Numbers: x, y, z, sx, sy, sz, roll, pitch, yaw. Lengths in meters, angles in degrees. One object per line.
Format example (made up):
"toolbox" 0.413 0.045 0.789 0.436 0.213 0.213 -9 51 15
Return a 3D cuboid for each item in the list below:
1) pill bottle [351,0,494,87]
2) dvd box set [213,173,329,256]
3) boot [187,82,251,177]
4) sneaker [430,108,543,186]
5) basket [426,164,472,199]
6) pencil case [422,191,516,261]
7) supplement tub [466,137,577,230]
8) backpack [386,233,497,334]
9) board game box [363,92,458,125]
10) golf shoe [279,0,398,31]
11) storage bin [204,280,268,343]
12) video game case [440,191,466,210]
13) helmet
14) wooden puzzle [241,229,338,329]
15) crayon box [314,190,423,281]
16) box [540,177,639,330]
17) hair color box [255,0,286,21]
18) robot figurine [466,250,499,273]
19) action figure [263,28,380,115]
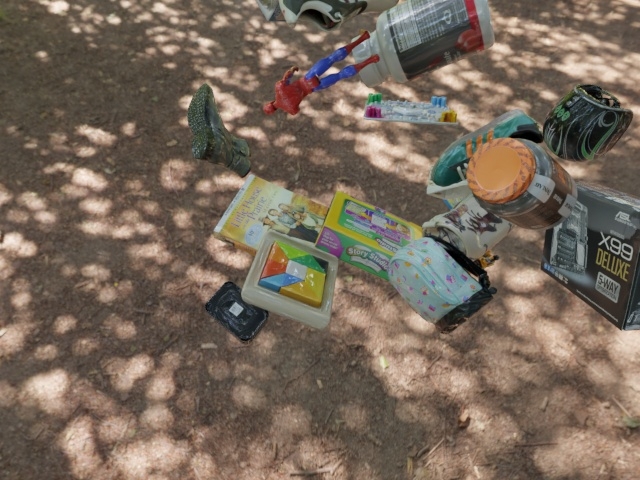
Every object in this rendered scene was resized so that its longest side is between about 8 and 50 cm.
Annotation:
"pill bottle" 0.245 -0.501 1.018 0.318 0.176 0.177 -15 46 24
"dvd box set" -0.149 -0.056 1.583 0.419 0.062 0.308 24 59 3
"boot" -0.268 -0.290 1.118 0.083 0.161 0.247 -25 63 33
"sneaker" 0.447 -0.230 1.113 0.302 0.108 0.121 -35 44 13
"basket" 0.452 -0.206 1.374 0.113 0.167 0.103 10 79 -35
"pencil case" 0.479 -0.091 1.189 0.410 0.160 0.184 -36 95 -18
"supplement tub" 0.313 -0.086 0.643 0.190 0.117 0.117 12 35 -45
"backpack" 0.218 0.079 0.789 0.115 0.152 0.182 -26 68 -33
"board game box" 0.394 -0.597 1.849 0.388 0.051 0.390 5 30 6
"golf shoe" 0.042 -0.490 0.858 0.272 0.105 0.120 -5 86 -16
"storage bin" -0.265 0.232 1.319 0.180 0.084 0.122 38 69 6
"video game case" 0.520 -0.164 1.553 0.166 0.015 0.119 -9 58 -32
"helmet" 0.615 -0.265 0.972 0.169 0.162 0.170 7 45 -7
"wooden puzzle" -0.063 0.086 1.035 0.220 0.044 0.239 23 41 -8
"crayon box" 0.183 -0.010 1.451 0.362 0.106 0.313 24 30 -2
"box" 0.616 0.013 0.910 0.076 0.243 0.307 -4 21 -1
"hair color box" -0.132 -0.714 0.956 0.105 0.173 0.348 -27 84 -40
"robot figurine" 0.596 0.106 1.717 0.210 0.291 0.085 -17 78 -24
"action figure" -0.015 -0.377 0.962 0.280 0.092 0.139 -31 27 1
